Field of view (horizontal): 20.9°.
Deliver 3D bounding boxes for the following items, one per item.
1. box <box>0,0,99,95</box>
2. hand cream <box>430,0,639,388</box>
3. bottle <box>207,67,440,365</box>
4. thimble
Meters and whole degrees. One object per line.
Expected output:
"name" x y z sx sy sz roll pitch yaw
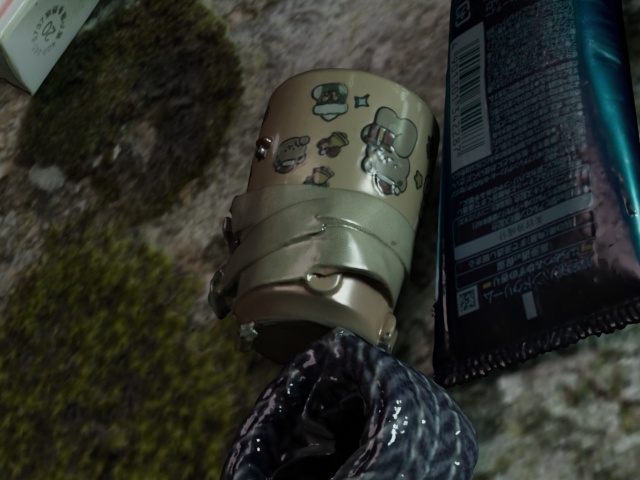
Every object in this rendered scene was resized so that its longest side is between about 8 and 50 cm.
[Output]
"box" -0.212 -0.295 1.248 0.210 0.095 0.330 27 74 15
"hand cream" 0.102 -0.064 0.830 0.120 0.061 0.271 -22 48 33
"bottle" 0.001 0.000 0.841 0.099 0.099 0.152 -12 52 39
"thimble" 0.012 0.099 0.760 0.095 0.066 0.104 22 77 54
